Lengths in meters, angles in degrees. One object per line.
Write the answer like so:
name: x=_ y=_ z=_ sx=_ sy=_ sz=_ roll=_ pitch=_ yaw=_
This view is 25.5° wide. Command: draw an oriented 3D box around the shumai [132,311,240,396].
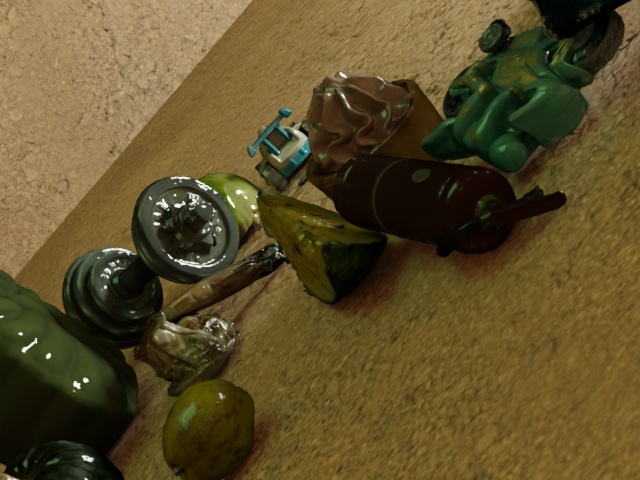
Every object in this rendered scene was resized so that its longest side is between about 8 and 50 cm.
shumai: x=-0.195 y=0.146 z=1.977 sx=0.145 sy=0.116 sz=0.145 roll=-43 pitch=17 yaw=16

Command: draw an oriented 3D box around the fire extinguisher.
fire extinguisher: x=0.141 y=-0.045 z=1.593 sx=0.141 sy=0.105 sz=0.341 roll=-31 pitch=19 yaw=-19

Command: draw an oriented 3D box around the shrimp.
shrimp: x=-0.149 y=0.075 z=2.082 sx=0.219 sy=0.046 sz=0.152 roll=-30 pitch=-7 yaw=-7

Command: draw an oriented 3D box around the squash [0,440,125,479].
squash: x=-0.340 y=0.355 z=1.798 sx=0.218 sy=0.172 sz=0.218 roll=-14 pitch=21 yaw=5

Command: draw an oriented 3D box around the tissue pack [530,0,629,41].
tissue pack: x=0.350 y=-0.433 z=1.508 sx=0.416 sy=0.253 sz=0.264 roll=-30 pitch=20 yaw=11

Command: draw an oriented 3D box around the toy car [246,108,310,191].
toy car: x=-0.073 y=-0.164 z=2.360 sx=0.126 sy=0.098 sz=0.161 roll=-48 pitch=19 yaw=-3

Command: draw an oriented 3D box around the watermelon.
watermelon: x=0.000 y=0.000 z=1.782 sx=0.123 sy=0.129 sz=0.301 roll=-48 pitch=25 yaw=-3

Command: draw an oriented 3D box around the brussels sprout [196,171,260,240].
brussels sprout: x=-0.170 y=-0.053 z=2.324 sx=0.151 sy=0.122 sz=0.149 roll=-31 pitch=26 yaw=47

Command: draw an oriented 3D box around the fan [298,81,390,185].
fan: x=0.035 y=-0.172 z=2.262 sx=0.220 sy=0.009 sz=0.132 roll=-49 pitch=17 yaw=0

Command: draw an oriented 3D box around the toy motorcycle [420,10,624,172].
toy motorcycle: x=0.227 y=-0.157 z=1.631 sx=0.296 sy=0.109 sz=0.198 roll=-10 pitch=51 yaw=59

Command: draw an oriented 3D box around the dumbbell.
dumbbell: x=-0.273 y=0.039 z=2.239 sx=0.406 sy=0.179 sz=0.179 roll=-39 pitch=19 yaw=50

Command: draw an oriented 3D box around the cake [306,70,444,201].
cake: x=0.050 y=-0.138 z=1.882 sx=0.207 sy=0.178 sz=0.185 roll=-38 pitch=21 yaw=40

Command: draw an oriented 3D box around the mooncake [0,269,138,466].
mooncake: x=-0.438 y=0.191 z=2.097 sx=0.187 sy=0.351 sz=0.351 roll=-49 pitch=17 yaw=6

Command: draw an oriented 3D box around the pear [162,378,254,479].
pear: x=-0.133 y=0.225 z=1.669 sx=0.107 sy=0.107 sz=0.131 roll=-23 pitch=27 yaw=55
